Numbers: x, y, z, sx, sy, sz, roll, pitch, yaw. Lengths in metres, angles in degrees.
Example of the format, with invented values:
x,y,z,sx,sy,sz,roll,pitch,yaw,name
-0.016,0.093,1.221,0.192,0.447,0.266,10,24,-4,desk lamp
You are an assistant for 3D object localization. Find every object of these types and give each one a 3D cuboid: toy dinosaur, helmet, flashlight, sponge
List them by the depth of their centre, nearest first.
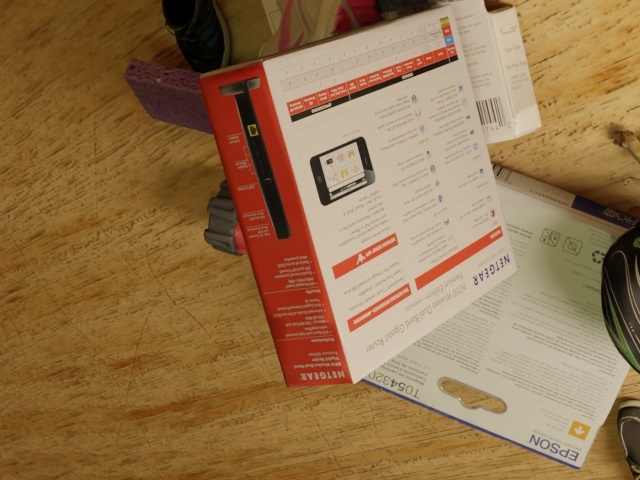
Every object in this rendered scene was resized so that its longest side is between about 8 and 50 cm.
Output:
x,y,z,sx,sy,sz,roll,pitch,yaw,name
0.381,0.073,1.366,0.169,0.161,0.169,-4,127,-5,helmet
0.395,-0.071,1.376,0.183,0.053,0.092,14,114,25,toy dinosaur
-0.140,-0.173,1.635,0.210,0.031,0.117,14,159,20,sponge
0.000,0.000,1.704,0.304,0.103,0.103,15,105,15,flashlight

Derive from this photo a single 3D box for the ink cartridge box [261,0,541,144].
x,y,z,sx,sy,sz,roll,pitch,yaw,name
0.080,-0.221,1.437,0.296,0.066,0.261,-8,101,39,ink cartridge box

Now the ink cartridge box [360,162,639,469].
x,y,z,sx,sy,sz,roll,pitch,yaw,name
0.228,0.081,1.564,0.324,0.071,0.330,22,121,9,ink cartridge box

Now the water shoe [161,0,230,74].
x,y,z,sx,sy,sz,roll,pitch,yaw,name
-0.162,-0.268,1.538,0.073,0.080,0.203,15,138,21,water shoe

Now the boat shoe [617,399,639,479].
x,y,z,sx,sy,sz,roll,pitch,yaw,name
0.464,0.313,1.735,0.081,0.068,0.227,-13,123,42,boat shoe

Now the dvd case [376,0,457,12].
x,y,z,sx,sy,sz,roll,pitch,yaw,name
0.146,-0.331,1.274,0.253,0.022,0.180,-2,114,36,dvd case

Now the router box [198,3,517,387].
x,y,z,sx,sy,sz,roll,pitch,yaw,name
0.052,-0.056,1.257,0.082,0.335,0.301,-8,101,38,router box

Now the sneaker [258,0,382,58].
x,y,z,sx,sy,sz,roll,pitch,yaw,name
-0.013,-0.175,1.428,0.111,0.103,0.252,28,116,32,sneaker
